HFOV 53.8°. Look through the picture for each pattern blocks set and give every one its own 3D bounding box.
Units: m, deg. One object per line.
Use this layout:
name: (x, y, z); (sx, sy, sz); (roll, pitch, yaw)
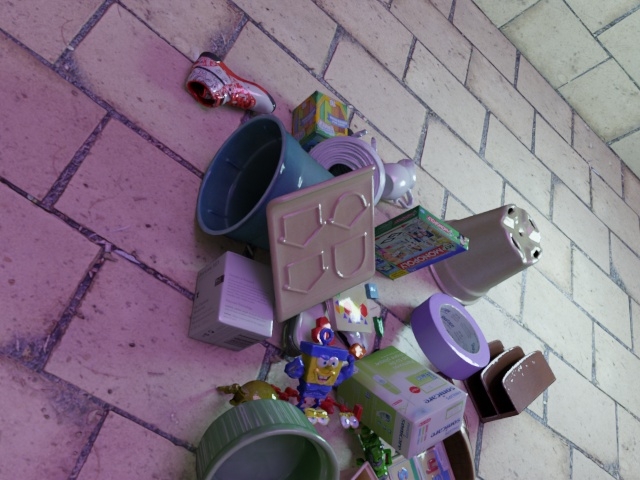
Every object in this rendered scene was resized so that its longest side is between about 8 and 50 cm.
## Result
pattern blocks set: (0.074, 0.189, 1.763); (0.324, 0.026, 0.286); (25, 53, -46)

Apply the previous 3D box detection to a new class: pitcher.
pitcher: (0.264, -0.185, 2.185); (0.207, 0.125, 0.178); (-24, 102, -57)

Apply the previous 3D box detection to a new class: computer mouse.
computer mouse: (0.112, 0.304, 1.843); (0.193, 0.042, 0.106); (51, 46, -10)

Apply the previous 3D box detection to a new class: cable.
cable: (0.066, -0.185, 1.902); (0.089, 0.256, 0.257); (-52, 126, -78)

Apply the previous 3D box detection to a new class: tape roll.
tape roll: (0.416, 0.306, 2.024); (0.274, 0.090, 0.275); (33, 32, -24)

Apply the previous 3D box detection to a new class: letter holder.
letter holder: (0.638, 0.453, 2.164); (0.301, 0.152, 0.215); (-18, 80, -45)

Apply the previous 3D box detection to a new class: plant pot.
plant pot: (-0.094, -0.101, 1.684); (0.334, 0.341, 0.341); (31, 51, -37)
plant pot: (0.593, 0.027, 2.226); (0.333, 0.305, 0.334); (20, 57, -34)

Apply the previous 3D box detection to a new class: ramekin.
ramekin: (-0.125, 0.492, 1.363); (0.303, 0.304, 0.148); (29, 9, -28)

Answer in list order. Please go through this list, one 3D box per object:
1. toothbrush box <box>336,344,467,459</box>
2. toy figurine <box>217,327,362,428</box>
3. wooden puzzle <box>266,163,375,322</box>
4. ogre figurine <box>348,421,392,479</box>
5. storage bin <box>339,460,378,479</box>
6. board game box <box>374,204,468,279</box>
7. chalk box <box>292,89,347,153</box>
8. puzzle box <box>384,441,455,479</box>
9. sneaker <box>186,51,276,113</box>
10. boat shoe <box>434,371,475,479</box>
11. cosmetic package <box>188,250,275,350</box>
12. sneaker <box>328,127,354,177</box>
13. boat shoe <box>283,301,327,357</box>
toothbrush box: (0.210, 0.419, 1.681); (0.206, 0.283, 0.122); (-14, 120, -36)
toy figurine: (-0.044, 0.307, 1.536); (0.362, 0.191, 0.217); (16, 92, -30)
wooden puzzle: (0.000, 0.000, 1.559); (0.322, 0.080, 0.348); (-22, 127, -33)
ogre figurine: (0.138, 0.557, 1.668); (0.096, 0.197, 0.118); (-23, 104, -24)
storage bin: (0.068, 0.732, 1.529); (0.262, 0.123, 0.261); (-30, 90, -46)
board game box: (0.258, 0.015, 1.923); (0.213, 0.317, 0.046); (31, 53, -26)
chalk box: (-0.002, -0.338, 2.002); (0.132, 0.132, 0.213); (19, 58, -34)
puzzle box: (0.307, 0.789, 1.765); (0.272, 0.052, 0.409); (-7, 74, -43)
sneaker: (-0.265, -0.419, 1.842); (0.270, 0.090, 0.145); (34, 51, -20)
boat shoe: (0.409, 0.566, 1.926); (0.123, 0.123, 0.342); (-4, 69, -46)
cosmetic package: (-0.213, 0.153, 1.551); (0.151, 0.151, 0.184); (23, 55, -32)
sneaker: (0.102, -0.282, 2.058); (0.104, 0.146, 0.296); (33, 49, -23)
boat shoe: (-0.030, 0.184, 1.742); (0.109, 0.091, 0.305); (34, 47, -18)
